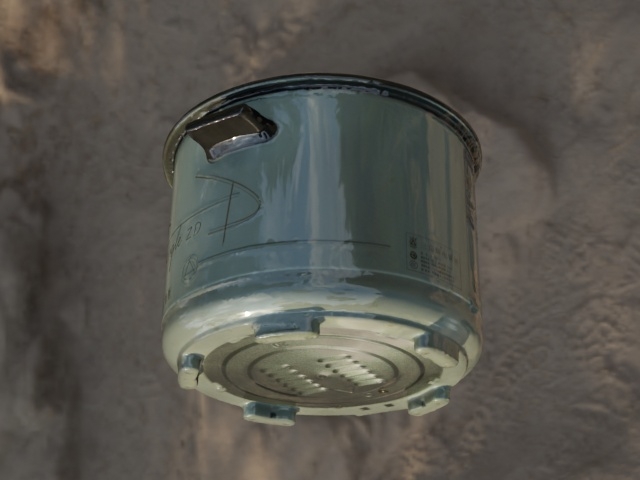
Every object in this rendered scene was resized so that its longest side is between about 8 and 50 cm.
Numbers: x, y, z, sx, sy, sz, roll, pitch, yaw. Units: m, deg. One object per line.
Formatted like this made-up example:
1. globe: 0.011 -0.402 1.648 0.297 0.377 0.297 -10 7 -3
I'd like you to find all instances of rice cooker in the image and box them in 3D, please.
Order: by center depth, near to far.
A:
1. rice cooker: 0.000 0.000 0.768 0.241 0.280 0.227 -15 60 29
